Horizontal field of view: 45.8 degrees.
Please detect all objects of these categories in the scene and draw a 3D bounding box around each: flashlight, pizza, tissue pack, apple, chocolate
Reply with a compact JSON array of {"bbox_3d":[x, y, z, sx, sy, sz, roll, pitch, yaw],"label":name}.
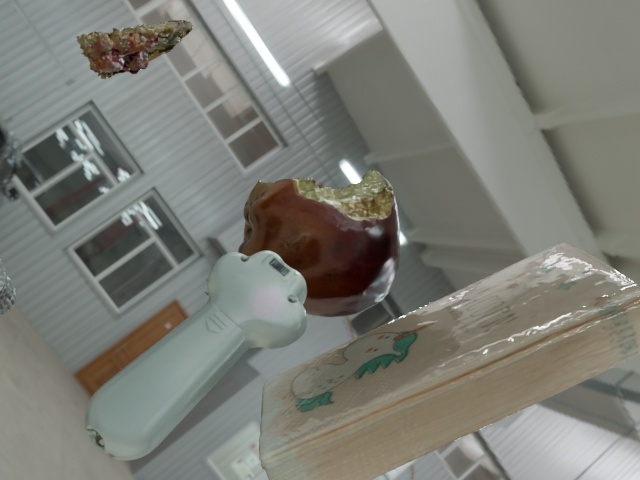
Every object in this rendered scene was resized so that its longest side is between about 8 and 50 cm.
[{"bbox_3d":[-0.093,0.089,0.588,0.093,0.200,0.047,38,-21,22],"label":"flashlight"},{"bbox_3d":[-0.321,-0.297,1.215,0.201,0.193,0.053,-17,-87,33],"label":"pizza"},{"bbox_3d":[0.104,0.110,0.659,0.170,0.326,0.071,-110,175,-79],"label":"tissue pack"},{"bbox_3d":[-0.003,0.007,0.764,0.156,0.158,0.146,-158,-118,-79],"label":"apple"},{"bbox_3d":[-0.476,0.063,1.076,0.072,0.072,0.167,50,-21,12],"label":"chocolate"}]
